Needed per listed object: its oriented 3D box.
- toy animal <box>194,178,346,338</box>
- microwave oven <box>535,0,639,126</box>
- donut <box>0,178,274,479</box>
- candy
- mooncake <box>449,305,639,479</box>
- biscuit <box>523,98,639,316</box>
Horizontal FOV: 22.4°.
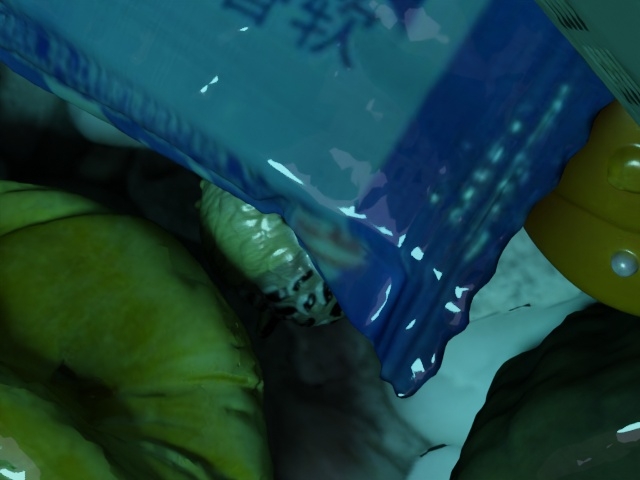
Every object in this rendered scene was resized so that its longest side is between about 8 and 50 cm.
[{"bbox_3d":[0.000,0.000,0.702,0.098,0.098,0.137,7,134,15],"label":"toy animal"},{"bbox_3d":[0.262,-0.111,0.428,0.355,0.218,0.286,-42,97,4],"label":"microwave oven"},{"bbox_3d":[-0.186,0.122,0.680,0.360,0.170,0.360,8,110,22],"label":"donut"},{"bbox_3d":[-0.047,-0.103,0.609,0.331,0.077,0.187,32,96,20],"label":"candy"},{"bbox_3d":[0.163,0.130,0.694,0.228,0.124,0.228,6,119,10],"label":"mooncake"},{"bbox_3d":[0.143,-0.033,0.596,0.170,0.050,0.170,17,132,20],"label":"biscuit"}]
